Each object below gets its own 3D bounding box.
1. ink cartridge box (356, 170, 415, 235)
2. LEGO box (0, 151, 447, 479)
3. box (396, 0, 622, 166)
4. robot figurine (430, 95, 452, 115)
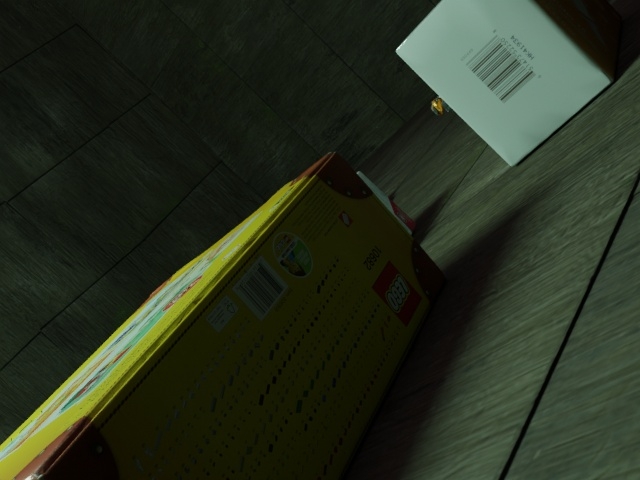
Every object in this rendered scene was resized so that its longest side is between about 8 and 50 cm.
[{"bbox_3d":[0.045,0.004,1.297,0.127,0.128,0.176,-44,6,26],"label":"ink cartridge box"},{"bbox_3d":[-0.136,0.176,0.835,0.372,0.193,0.500,-36,10,38],"label":"LEGO box"},{"bbox_3d":[0.271,-0.282,1.186,0.168,0.215,0.345,-43,6,32],"label":"box"},{"bbox_3d":[0.290,-0.335,1.497,0.291,0.085,0.211,-45,5,10],"label":"robot figurine"}]
